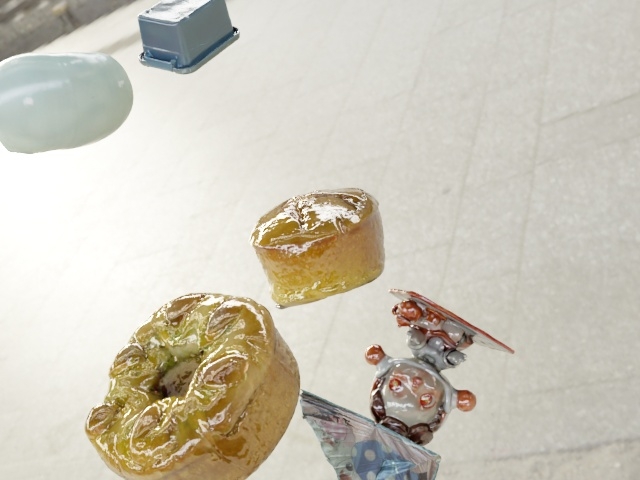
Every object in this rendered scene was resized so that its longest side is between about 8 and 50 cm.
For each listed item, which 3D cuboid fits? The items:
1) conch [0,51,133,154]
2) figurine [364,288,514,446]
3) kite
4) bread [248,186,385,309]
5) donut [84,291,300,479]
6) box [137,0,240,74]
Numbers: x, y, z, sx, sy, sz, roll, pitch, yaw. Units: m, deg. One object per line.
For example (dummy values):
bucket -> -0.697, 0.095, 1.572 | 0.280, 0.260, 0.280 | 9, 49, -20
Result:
conch -> -0.389, -0.197, 1.357 | 0.221, 0.185, 0.121 | -11, 64, 6
figurine -> 0.142, 0.215, 1.381 | 0.226, 0.183, 0.160 | -60, 9, -6
kite -> 0.053, 0.368, 1.370 | 0.314, 0.335, 0.011 | -32, -8, 31
bread -> 0.000, 0.000, 1.349 | 0.195, 0.143, 0.270 | -13, 9, 11
donut -> -0.129, 0.158, 0.945 | 0.226, 0.114, 0.226 | -24, 36, 20
box -> -0.137, -0.217, 0.933 | 0.074, 0.054, 0.099 | 19, 46, 27
